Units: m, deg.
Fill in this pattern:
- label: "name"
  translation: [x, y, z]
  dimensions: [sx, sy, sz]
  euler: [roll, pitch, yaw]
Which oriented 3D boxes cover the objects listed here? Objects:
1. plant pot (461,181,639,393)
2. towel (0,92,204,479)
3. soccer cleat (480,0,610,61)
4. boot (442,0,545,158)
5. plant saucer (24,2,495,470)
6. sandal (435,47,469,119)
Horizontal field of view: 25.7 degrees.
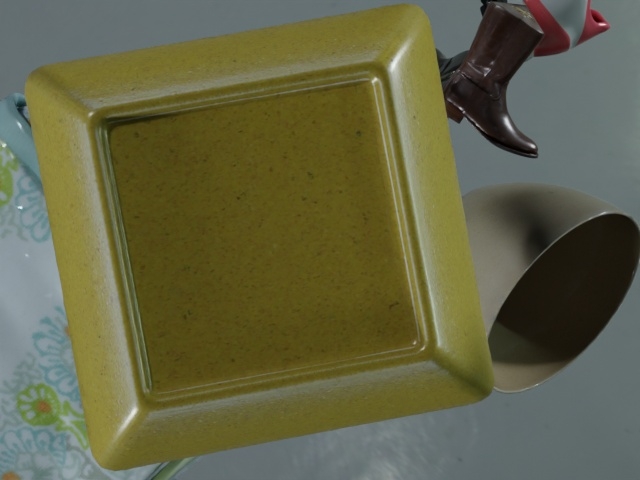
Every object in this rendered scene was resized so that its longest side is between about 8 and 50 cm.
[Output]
- label: "plant pot"
  translation: [0.253, 0.033, 1.849]
  dimensions: [0.284, 0.191, 0.284]
  euler: [-29, 140, -27]
- label: "towel"
  translation: [-0.268, 0.101, 1.313]
  dimensions: [0.320, 0.090, 0.374]
  euler: [-43, 81, 14]
- label: "soccer cleat"
  translation: [0.202, -0.314, 1.288]
  dimensions: [0.117, 0.108, 0.318]
  euler: [-13, 125, -4]
- label: "boot"
  translation: [0.168, -0.139, 1.207]
  dimensions: [0.106, 0.037, 0.114]
  euler: [28, 106, -7]
- label: "plant saucer"
  translation: [-0.045, -0.004, 1.098]
  dimensions: [0.333, 0.081, 0.332]
  euler: [-10, 90, -3]
- label: "sandal"
  translation: [0.123, -0.149, 1.413]
  dimensions: [0.060, 0.219, 0.090]
  euler: [43, 79, -17]
